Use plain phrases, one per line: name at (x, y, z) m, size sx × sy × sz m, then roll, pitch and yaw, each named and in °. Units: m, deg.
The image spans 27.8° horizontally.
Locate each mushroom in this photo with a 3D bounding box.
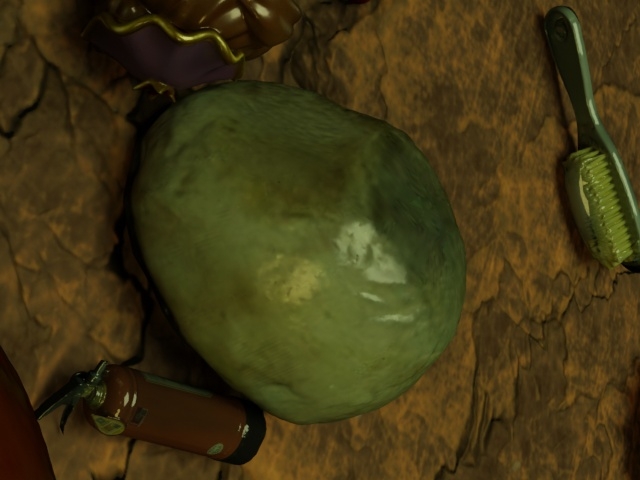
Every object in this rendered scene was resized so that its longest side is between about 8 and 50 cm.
mushroom at (-0.006, -0.001, 0.917) m, size 0.189 × 0.164 × 0.267 m, roll -21°, pitch 89°, yaw -53°

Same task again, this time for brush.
brush at (0.270, -0.094, 1.341) m, size 0.060 × 0.068 × 0.297 m, roll -24°, pitch 102°, yaw -23°

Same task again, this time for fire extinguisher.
fire extinguisher at (-0.116, 0.122, 0.907) m, size 0.177 × 0.050 × 0.062 m, roll 23°, pitch 109°, yaw -43°

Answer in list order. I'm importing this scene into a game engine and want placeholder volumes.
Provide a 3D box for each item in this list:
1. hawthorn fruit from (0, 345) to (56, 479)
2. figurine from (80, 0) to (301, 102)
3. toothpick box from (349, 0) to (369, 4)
hawthorn fruit at (-0.261, 0.138, 0.484) m, size 0.402 × 0.402 × 0.403 m, roll 4°, pitch 85°, yaw -47°
figurine at (-0.088, -0.226, 0.895) m, size 0.189 × 0.142 × 0.264 m, roll 1°, pitch 88°, yaw -16°
toothpick box at (0.054, -0.232, 1.114) m, size 0.083 × 0.047 × 0.047 m, roll -24°, pitch 105°, yaw -45°
